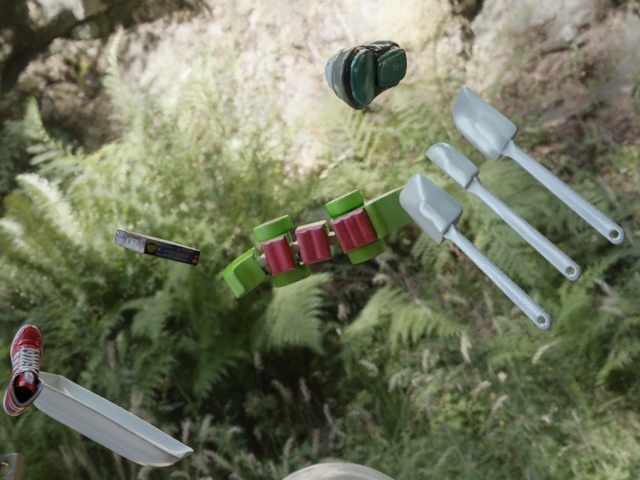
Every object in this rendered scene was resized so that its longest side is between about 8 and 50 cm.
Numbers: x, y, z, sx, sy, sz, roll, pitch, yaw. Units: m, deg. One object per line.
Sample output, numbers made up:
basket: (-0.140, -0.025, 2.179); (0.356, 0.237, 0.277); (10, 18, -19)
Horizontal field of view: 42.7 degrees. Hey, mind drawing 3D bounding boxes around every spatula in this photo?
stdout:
spatula: (0.195, -0.030, 0.878); (0.019, 0.242, 0.168); (-5, -46, -49)

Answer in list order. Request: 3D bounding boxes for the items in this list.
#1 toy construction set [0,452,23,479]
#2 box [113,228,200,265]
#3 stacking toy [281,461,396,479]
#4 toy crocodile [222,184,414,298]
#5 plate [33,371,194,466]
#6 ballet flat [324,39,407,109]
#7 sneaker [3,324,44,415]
toy construction set: (-0.486, 0.328, 0.953); (0.308, 0.257, 0.237); (-32, -27, -6)
box: (-0.263, 0.011, 1.312); (0.094, 0.027, 0.137); (16, -2, -33)
stacking toy: (-0.095, 0.463, 0.889); (0.480, 0.351, 0.350); (-29, -5, 36)
toy crocodile: (0.000, 0.000, 1.352); (0.340, 0.115, 0.105); (-20, 6, 5)
plate: (-0.342, 0.293, 1.315); (0.045, 0.278, 0.277); (-62, -2, -13)
ballet flat: (0.041, -0.192, 0.944); (0.068, 0.072, 0.213); (6, 19, 21)
sneaker: (-0.376, 0.162, 1.048); (0.042, 0.118, 0.067); (13, -23, -26)
